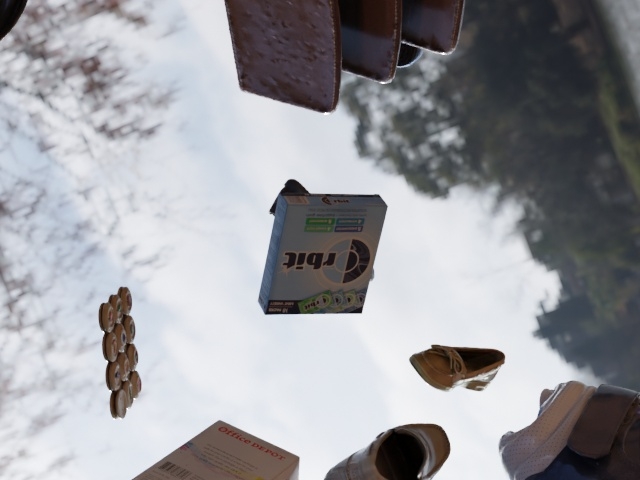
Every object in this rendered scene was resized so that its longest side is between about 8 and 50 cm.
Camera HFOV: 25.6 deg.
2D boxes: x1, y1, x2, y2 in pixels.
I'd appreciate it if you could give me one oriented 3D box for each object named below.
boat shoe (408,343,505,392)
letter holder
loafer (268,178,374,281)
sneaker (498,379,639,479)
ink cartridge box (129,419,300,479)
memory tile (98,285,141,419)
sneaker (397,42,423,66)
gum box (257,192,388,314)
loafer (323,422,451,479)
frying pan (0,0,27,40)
[{"bbox_3d":[0.154,0.137,1.577,0.153,0.048,0.056,15,-148,-50],"label":"boat shoe"},{"bbox_3d":[0.025,-0.277,1.431,0.152,0.214,0.302,-58,-23,-32],"label":"letter holder"},{"bbox_3d":[0.000,0.000,2.204,0.220,0.078,0.080,47,178,28],"label":"loafer"},{"bbox_3d":[0.316,0.174,1.271,0.236,0.322,0.130,37,137,41],"label":"sneaker"},{"bbox_3d":[-0.124,0.316,1.638,0.176,0.128,0.127,-30,-48,-47],"label":"ink cartridge box"},{"bbox_3d":[-0.245,0.137,1.735,0.113,0.012,0.148,-52,-42,-75],"label":"memory tile"},{"bbox_3d":[0.052,-0.311,2.076,0.082,0.209,0.069,-49,-19,-74],"label":"sneaker"},{"bbox_3d":[0.002,0.021,2.039,0.041,0.157,0.184,-123,39,-53],"label":"gum box"},{"bbox_3d":[0.128,0.343,2.187,0.112,0.111,0.319,60,-149,8],"label":"loafer"},{"bbox_3d":[-0.395,-0.200,1.407,0.053,0.197,0.326,95,-178,-75],"label":"frying pan"}]
